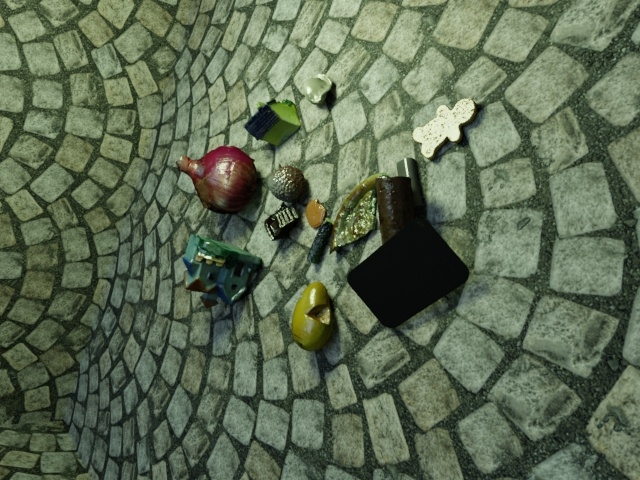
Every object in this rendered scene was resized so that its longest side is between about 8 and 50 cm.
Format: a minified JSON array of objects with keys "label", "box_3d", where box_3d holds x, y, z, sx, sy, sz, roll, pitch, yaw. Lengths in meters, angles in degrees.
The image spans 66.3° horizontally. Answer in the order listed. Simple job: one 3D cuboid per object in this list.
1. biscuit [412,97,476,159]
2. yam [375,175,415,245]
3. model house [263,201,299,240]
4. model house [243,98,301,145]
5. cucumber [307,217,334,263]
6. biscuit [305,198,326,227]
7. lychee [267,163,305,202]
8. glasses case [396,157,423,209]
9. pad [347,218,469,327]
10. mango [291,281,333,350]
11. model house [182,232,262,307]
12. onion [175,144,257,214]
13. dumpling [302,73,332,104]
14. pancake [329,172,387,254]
[{"label":"biscuit","box_3d":[0.422,-0.381,1.645,0.240,0.035,0.158,-35,59,34]},{"label":"yam","box_3d":[0.256,-0.081,1.631,0.131,0.131,0.279,-1,98,45]},{"label":"model house","box_3d":[-0.164,-0.098,2.112,0.152,0.106,0.165,-47,55,29]},{"label":"model house","box_3d":[-0.239,-0.556,2.234,0.194,0.211,0.170,-32,61,37]},{"label":"cucumber","box_3d":[-0.001,0.000,1.960,0.058,0.058,0.187,31,102,45]},{"label":"biscuit","box_3d":[-0.021,-0.111,2.035,0.102,0.019,0.130,-49,51,26]},{"label":"lychee","box_3d":[-0.146,-0.251,2.094,0.165,0.165,0.197,-29,75,37]},{"label":"glasses case","box_3d":[0.308,-0.194,1.712,0.072,0.042,0.190,-28,61,47]},{"label":"pad","box_3d":[0.299,0.132,1.580,0.315,0.063,0.375,51,125,4]},{"label":"mango","box_3d":[-0.028,0.288,1.864,0.167,0.130,0.262,-20,62,38]},{"label":"model house","box_3d":[-0.485,0.169,2.233,0.252,0.295,0.329,26,96,50]},{"label":"onion","box_3d":[-0.494,-0.305,2.307,0.348,0.385,0.348,-39,41,44]},{"label":"dumpling","box_3d":[-0.010,-0.652,2.111,0.127,0.108,0.188,-29,42,8]},{"label":"pancake","box_3d":[0.137,-0.096,1.848,0.197,0.054,0.376,41,110,42]}]
